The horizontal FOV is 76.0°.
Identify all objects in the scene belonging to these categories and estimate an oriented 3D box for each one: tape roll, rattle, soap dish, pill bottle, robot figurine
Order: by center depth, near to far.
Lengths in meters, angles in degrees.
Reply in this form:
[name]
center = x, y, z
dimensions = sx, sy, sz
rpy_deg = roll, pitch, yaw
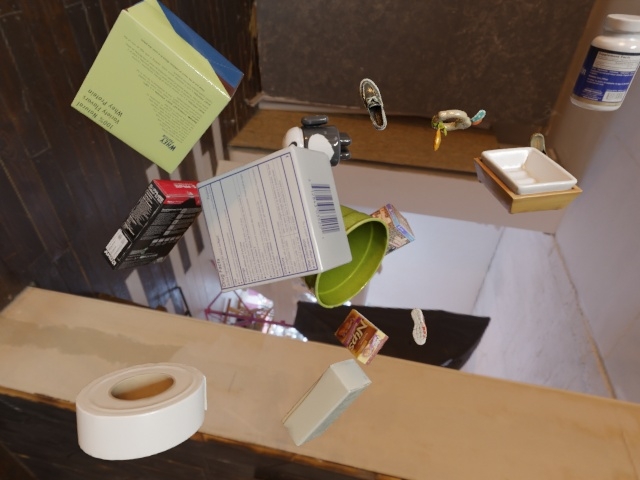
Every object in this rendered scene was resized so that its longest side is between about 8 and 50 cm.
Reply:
[tape roll]
center = -0.424, 0.396, 0.989
dimensions = 0.286, 0.286, 0.100
rpy_deg = -31, 121, -79
[pill bottle]
center = 0.926, -0.564, 1.304
dimensions = 0.153, 0.153, 0.264
rpy_deg = -70, 166, -53
[soap dish]
center = 0.687, -0.206, 1.395
dimensions = 0.290, 0.229, 0.118
rpy_deg = -102, -172, -52
[rattle]
center = 0.528, -0.417, 1.550
dimensions = 0.130, 0.200, 0.142
rpy_deg = 112, -20, -59
[robot figurine]
center = -0.017, -0.379, 1.663
dimensions = 0.173, 0.278, 0.209
rpy_deg = 136, -51, -78

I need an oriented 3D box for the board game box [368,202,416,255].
[board game box]
center = 0.309, -0.029, 2.140
dimensions = 0.232, 0.291, 0.141
rpy_deg = 31, 34, -52

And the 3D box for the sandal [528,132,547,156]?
[sandal]
center = 0.839, -0.320, 1.566
dimensions = 0.049, 0.072, 0.180
rpy_deg = -88, 164, -72

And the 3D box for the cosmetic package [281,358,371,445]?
[cosmetic package]
center = 0.019, 0.574, 1.455
dimensions = 0.309, 0.113, 0.160
rpy_deg = -53, 149, 18

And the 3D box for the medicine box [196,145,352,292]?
[medicine box]
center = -0.109, -0.040, 0.938
dimensions = 0.149, 0.289, 0.263
rpy_deg = -11, 87, -60

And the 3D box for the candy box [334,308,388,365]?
[candy box]
center = 0.126, 0.303, 1.302
dimensions = 0.109, 0.053, 0.187
rpy_deg = -54, -156, -4

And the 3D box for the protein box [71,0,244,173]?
[protein box]
center = -0.287, -0.275, 0.744
dimensions = 0.201, 0.200, 0.136
rpy_deg = -40, -153, 28

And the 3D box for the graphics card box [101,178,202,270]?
[graphics card box]
center = -0.573, -0.056, 1.449
dimensions = 0.371, 0.094, 0.233
rpy_deg = -47, 167, 22

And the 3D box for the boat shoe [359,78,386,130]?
[boat shoe]
center = 0.221, -0.564, 1.685
dimensions = 0.070, 0.078, 0.219
rpy_deg = -40, 108, -78

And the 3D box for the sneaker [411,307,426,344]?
[sneaker]
center = 0.439, 0.376, 1.790
dimensions = 0.065, 0.061, 0.157
rpy_deg = 31, 53, -54

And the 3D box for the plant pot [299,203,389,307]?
[plant pot]
center = 0.000, 0.000, 1.525
dimensions = 0.366, 0.353, 0.366
rpy_deg = -32, 141, -31
